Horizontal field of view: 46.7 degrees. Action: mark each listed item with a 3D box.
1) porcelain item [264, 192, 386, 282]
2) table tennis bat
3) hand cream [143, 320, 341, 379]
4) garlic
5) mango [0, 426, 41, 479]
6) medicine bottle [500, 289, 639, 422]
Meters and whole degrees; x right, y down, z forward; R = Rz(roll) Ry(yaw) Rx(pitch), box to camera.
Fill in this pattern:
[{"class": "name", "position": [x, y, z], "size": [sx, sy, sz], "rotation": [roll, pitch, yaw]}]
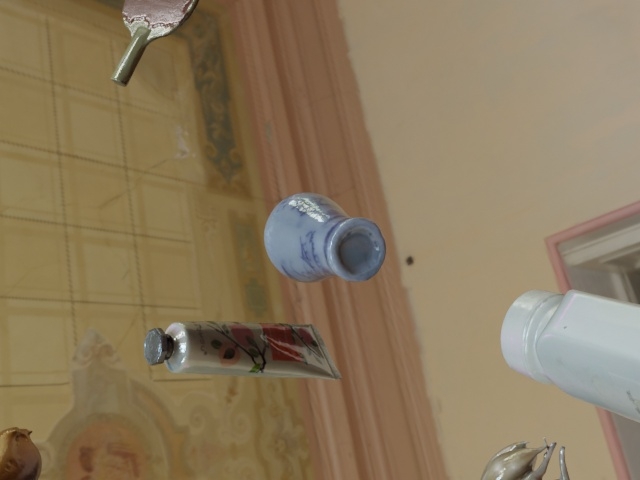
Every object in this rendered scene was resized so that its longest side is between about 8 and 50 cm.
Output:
[{"class": "porcelain item", "position": [0.000, 0.000, 1.109], "size": [0.141, 0.259, 0.141], "rotation": [-2, -84, -22]}, {"class": "table tennis bat", "position": [-0.260, -0.344, 1.146], "size": [0.235, 0.131, 0.022], "rotation": [-67, -25, -10]}, {"class": "hand cream", "position": [-0.076, 0.118, 0.795], "size": [0.234, 0.050, 0.080], "rotation": [9, -138, -41]}, {"class": "garlic", "position": [0.407, 0.534, 1.456], "size": [0.210, 0.292, 0.237], "rotation": [18, -141, -3]}, {"class": "mango", "position": [-0.379, 0.278, 0.892], "size": [0.077, 0.063, 0.127], "rotation": [58, -175, -14]}, {"class": "medicine bottle", "position": [0.328, 0.127, 0.767], "size": [0.161, 0.296, 0.111], "rotation": [43, -106, -26]}]
